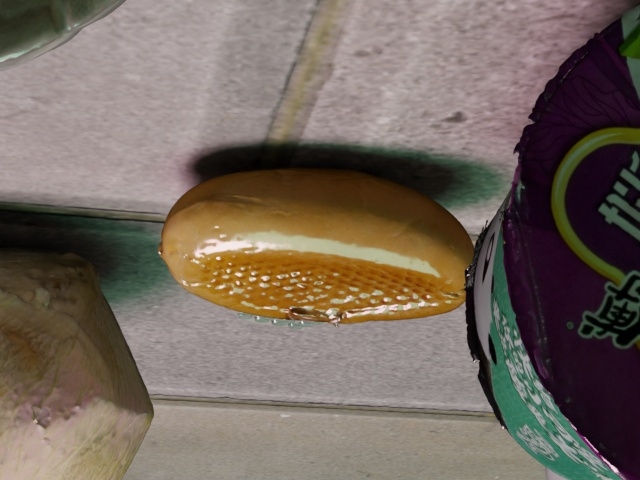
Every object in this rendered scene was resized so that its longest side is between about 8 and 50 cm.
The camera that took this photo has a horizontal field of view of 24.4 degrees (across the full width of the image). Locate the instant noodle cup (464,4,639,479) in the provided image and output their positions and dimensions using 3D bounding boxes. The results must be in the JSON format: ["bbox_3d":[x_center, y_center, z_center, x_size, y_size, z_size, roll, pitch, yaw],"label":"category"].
[{"bbox_3d":[0.185,0.024,0.734,0.251,0.251,0.190,3,168,-8],"label":"instant noodle cup"}]

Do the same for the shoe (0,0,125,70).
[{"bbox_3d":[-0.155,-0.092,0.599,0.227,0.099,0.125,-13,168,11],"label":"shoe"}]

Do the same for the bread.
[{"bbox_3d":[0.000,0.000,0.873,0.189,0.077,0.114,4,139,-7],"label":"bread"}]

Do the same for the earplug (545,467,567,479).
[{"bbox_3d":[0.346,0.219,1.341,0.214,0.175,0.325,-24,139,37],"label":"earplug"}]

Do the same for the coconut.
[{"bbox_3d":[-0.226,0.105,0.964,0.227,0.230,0.227,27,175,2],"label":"coconut"}]

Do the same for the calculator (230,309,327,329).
[{"bbox_3d":[-0.005,0.038,1.043,0.095,0.021,0.153,13,156,-31],"label":"calculator"}]
